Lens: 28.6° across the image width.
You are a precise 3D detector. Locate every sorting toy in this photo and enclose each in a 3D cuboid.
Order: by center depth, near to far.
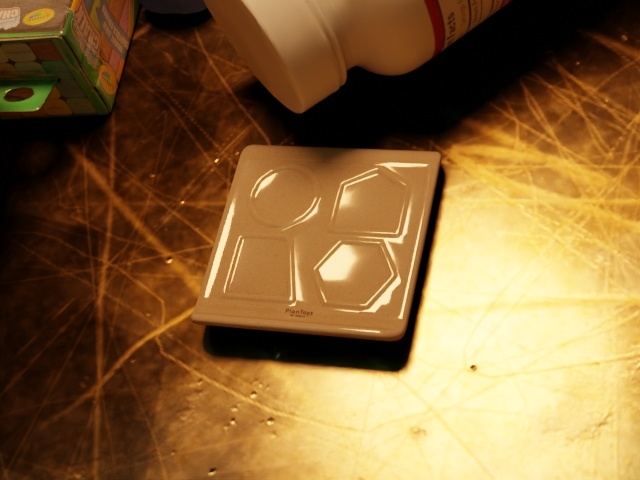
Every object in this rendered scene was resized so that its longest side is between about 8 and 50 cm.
[{"bbox_3d":[0.000,0.000,1.120,0.193,0.038,0.208,4,55,18],"label":"sorting toy"}]

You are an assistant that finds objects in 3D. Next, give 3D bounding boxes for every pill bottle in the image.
[{"bbox_3d":[0.094,-0.302,1.164,0.408,0.229,0.229,-36,56,-8],"label":"pill bottle"}]

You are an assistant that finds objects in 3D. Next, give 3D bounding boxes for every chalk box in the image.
[{"bbox_3d":[-0.281,-0.207,1.275,0.132,0.132,0.213,1,60,16],"label":"chalk box"}]

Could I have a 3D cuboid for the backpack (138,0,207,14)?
[{"bbox_3d":[-0.156,-0.303,1.315,0.098,0.101,0.120,2,62,18],"label":"backpack"}]
